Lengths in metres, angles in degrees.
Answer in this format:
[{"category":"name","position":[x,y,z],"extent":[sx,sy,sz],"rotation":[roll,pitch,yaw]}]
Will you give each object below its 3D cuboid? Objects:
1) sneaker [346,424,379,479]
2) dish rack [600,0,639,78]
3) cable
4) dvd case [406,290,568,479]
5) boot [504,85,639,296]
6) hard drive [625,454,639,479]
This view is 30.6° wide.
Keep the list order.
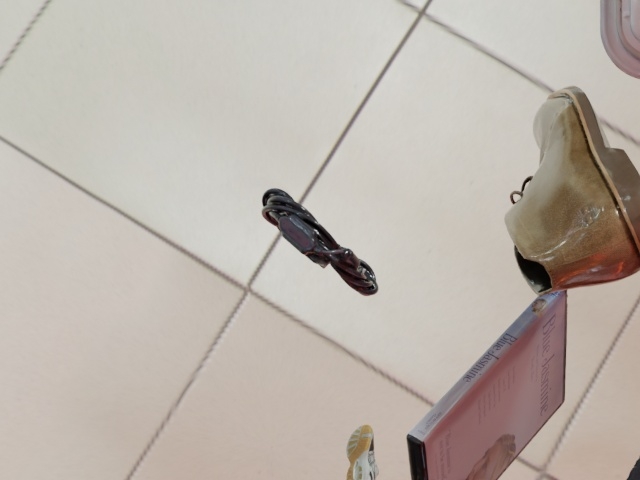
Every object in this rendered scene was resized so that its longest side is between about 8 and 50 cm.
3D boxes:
[{"category":"sneaker","position":[0.050,0.252,1.331],"extent":[0.032,0.037,0.083],"rotation":[-16,49,35]},{"category":"dish rack","position":[0.391,-0.314,1.036],"extent":[0.285,0.072,0.333],"rotation":[0,94,19]},{"category":"cable","position":[0.000,0.000,1.409],"extent":[0.047,0.150,0.184],"rotation":[-54,46,2]},{"category":"dvd case","position":[0.177,0.180,1.191],"extent":[0.022,0.180,0.253],"rotation":[25,51,34]},{"category":"boot","position":[0.204,-0.048,1.009],"extent":[0.115,0.305,0.112],"rotation":[-25,111,11]},{"category":"hard drive","position":[0.352,0.319,1.138],"extent":[0.339,0.064,0.237],"rotation":[-46,125,-37]}]
